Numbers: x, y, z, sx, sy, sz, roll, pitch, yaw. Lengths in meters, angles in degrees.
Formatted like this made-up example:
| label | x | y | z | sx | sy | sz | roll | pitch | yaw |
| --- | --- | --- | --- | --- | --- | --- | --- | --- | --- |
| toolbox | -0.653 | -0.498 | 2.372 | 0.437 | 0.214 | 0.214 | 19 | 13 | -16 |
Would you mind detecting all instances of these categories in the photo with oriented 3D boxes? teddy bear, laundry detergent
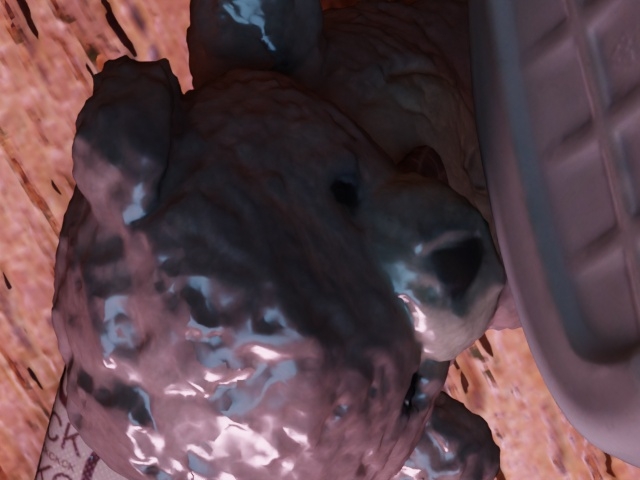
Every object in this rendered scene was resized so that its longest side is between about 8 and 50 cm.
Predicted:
| label | x | y | z | sx | sy | sz | roll | pitch | yaw |
| --- | --- | --- | --- | --- | --- | --- | --- | --- | --- |
| teddy bear | -0.001 | 0.000 | 0.693 | 0.151 | 0.267 | 0.236 | -16 | 98 | 16 |
| laundry detergent | 0.245 | -0.030 | 0.690 | 0.398 | 0.264 | 0.125 | 8 | 148 | -33 |

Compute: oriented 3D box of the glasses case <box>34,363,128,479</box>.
| label | x | y | z | sx | sy | sz | roll | pitch | yaw |
| --- | --- | --- | --- | --- | --- | --- | --- | --- | --- |
| glasses case | -0.081 | 0.186 | 0.870 | 0.137 | 0.085 | 0.355 | 15 | 113 | -2 |
